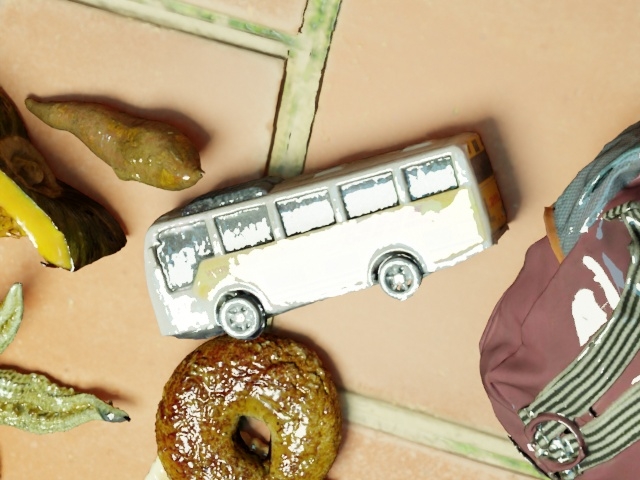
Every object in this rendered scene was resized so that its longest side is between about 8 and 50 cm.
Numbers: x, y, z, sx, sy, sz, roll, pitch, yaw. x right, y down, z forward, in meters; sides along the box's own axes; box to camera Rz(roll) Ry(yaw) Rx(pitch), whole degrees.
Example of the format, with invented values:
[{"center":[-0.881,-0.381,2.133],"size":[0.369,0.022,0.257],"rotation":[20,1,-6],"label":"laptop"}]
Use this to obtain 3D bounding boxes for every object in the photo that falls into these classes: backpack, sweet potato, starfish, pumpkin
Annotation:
[{"center":[0.281,0.085,1.667],"size":[0.283,0.197,0.317],"rotation":[41,113,-1],"label":"backpack"},{"center":[-0.188,-0.094,1.821],"size":[0.226,0.068,0.068],"rotation":[24,112,27],"label":"sweet potato"},{"center":[-0.389,0.141,1.924],"size":[0.358,0.078,0.347],"rotation":[44,120,-14],"label":"starfish"},{"center":[-0.353,-0.034,1.838],"size":[0.190,0.139,0.280],"rotation":[-43,89,19],"label":"pumpkin"}]

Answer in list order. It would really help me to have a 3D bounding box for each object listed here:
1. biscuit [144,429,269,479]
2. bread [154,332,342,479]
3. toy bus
[{"center":[-0.060,0.283,1.912],"size":[0.250,0.030,0.160],"rotation":[30,111,5],"label":"biscuit"},{"center":[-0.071,0.178,1.846],"size":[0.193,0.064,0.193],"rotation":[0,93,5],"label":"bread"},{"center":[0.000,0.000,1.772],"size":[0.342,0.097,0.138],"rotation":[-13,100,18],"label":"toy bus"}]
